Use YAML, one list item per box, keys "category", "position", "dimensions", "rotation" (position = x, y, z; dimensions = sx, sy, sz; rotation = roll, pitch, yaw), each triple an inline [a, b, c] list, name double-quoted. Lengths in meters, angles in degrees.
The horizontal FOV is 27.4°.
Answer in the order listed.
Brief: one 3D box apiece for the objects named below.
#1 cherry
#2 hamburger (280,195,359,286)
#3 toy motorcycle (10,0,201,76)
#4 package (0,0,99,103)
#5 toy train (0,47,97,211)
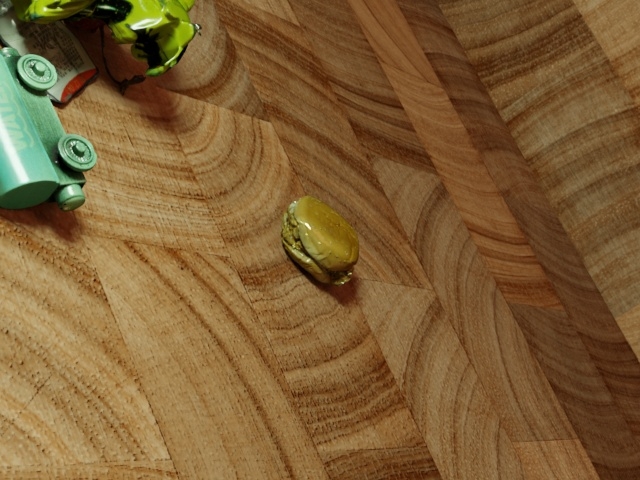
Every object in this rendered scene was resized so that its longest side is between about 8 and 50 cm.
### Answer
- category: "cherry"
  position: [-0.334, -0.344, 2.043]
  dimensions: [0.107, 0.090, 0.225]
  rotation: [-42, 107, -42]
- category: "hamburger"
  position: [0.000, 0.000, 2.205]
  dimensions: [0.147, 0.083, 0.138]
  rotation: [39, 32, -24]
- category: "toy motorcycle"
  position: [-0.299, -0.349, 1.929]
  dimensions: [0.342, 0.142, 0.206]
  rotation: [-3, 71, -53]
- category: "package"
  position: [-0.422, -0.311, 1.911]
  dimensions: [0.232, 0.040, 0.166]
  rotation: [56, 26, -15]
- category: "toy train"
  position: [-0.393, -0.144, 1.688]
  dimensions: [0.159, 0.101, 0.248]
  rotation: [-7, 62, -45]
